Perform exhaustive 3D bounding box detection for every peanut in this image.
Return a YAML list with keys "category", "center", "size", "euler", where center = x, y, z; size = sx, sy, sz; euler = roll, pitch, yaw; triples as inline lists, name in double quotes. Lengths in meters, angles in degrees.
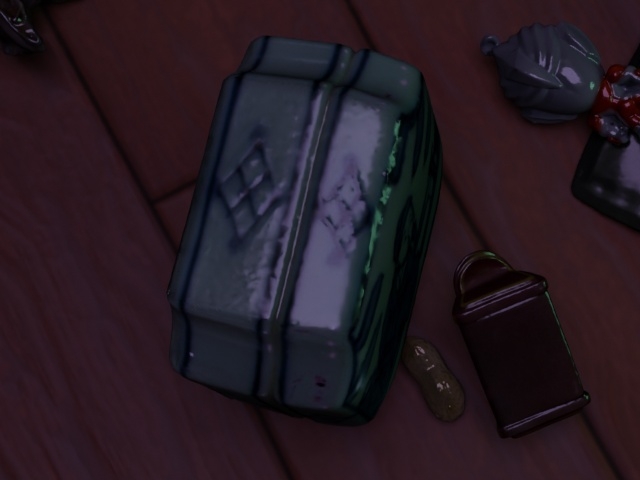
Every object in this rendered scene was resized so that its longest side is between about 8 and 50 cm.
- category: "peanut"
  center: [0.097, 0.118, 1.309]
  size: [0.037, 0.037, 0.083]
  euler: [-36, 83, -3]

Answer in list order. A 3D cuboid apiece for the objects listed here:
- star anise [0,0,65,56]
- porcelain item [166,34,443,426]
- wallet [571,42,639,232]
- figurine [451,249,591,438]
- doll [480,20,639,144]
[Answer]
- category: "star anise"
  center: [-0.319, -0.226, 1.362]
  size: [0.231, 0.089, 0.209]
  euler: [-32, 68, -8]
- category: "porcelain item"
  center: [0.000, 0.000, 1.209]
  size: [0.157, 0.286, 0.281]
  euler: [11, 79, 11]
- category: "wallet"
  center: [0.342, -0.112, 1.328]
  size: [0.169, 0.052, 0.245]
  euler: [27, 86, 11]
- category: "figurine"
  center: [0.160, 0.077, 1.277]
  size: [0.082, 0.098, 0.154]
  euler: [-22, 100, 2]
- category: "doll"
  center: [0.221, -0.137, 1.319]
  size: [0.180, 0.079, 0.094]
  euler: [26, 113, 16]
